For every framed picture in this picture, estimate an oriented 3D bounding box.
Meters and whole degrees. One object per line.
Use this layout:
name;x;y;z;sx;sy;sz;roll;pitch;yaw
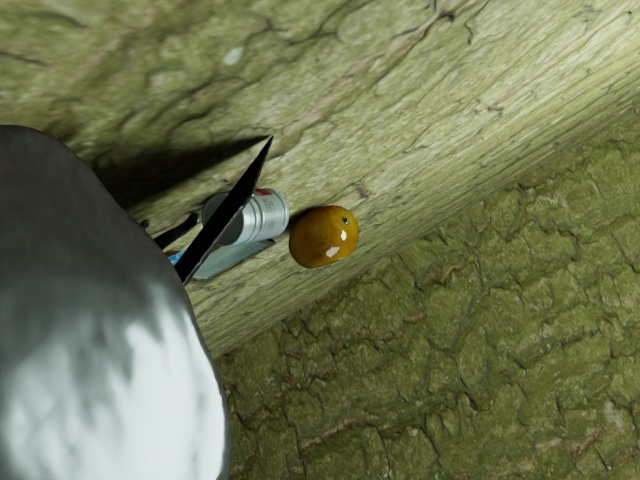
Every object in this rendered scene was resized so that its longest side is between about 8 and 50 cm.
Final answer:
framed picture;-0.147;0.028;1.109;0.136;0.010;0.201;-30;172;6

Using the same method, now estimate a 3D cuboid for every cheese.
cheese;-0.207;0.039;0.942;0.111;0.017;0.047;-33;168;30

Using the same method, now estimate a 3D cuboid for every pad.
pad;-0.143;0.058;0.641;0.330;0.004;0.220;-51;-169;16

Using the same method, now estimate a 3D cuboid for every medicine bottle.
medicine bottle;-0.081;-0.026;0.816;0.058;0.058;0.091;-33;171;28

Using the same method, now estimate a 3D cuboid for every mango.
mango;0.006;-0.003;1.152;0.115;0.089;0.165;-28;175;2

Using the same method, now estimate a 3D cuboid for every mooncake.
mooncake;-0.187;0.096;0.403;0.154;0.306;0.306;-23;175;23

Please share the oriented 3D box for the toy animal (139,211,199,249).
toy animal;-0.226;0.060;0.796;0.137;0.082;0.269;-26;166;-39
